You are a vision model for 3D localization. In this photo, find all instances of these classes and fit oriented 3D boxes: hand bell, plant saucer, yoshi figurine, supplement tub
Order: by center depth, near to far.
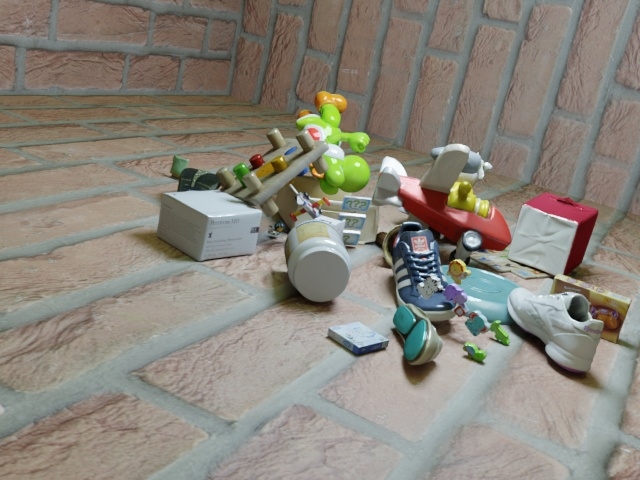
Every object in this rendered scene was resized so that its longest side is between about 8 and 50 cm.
[{"bbox_3d":[-0.007,0.046,1.699,0.144,0.144,0.200,10,18,-9],"label":"supplement tub"},{"bbox_3d":[0.408,0.129,1.903,0.317,0.044,0.317,11,17,-3],"label":"plant saucer"},{"bbox_3d":[0.202,0.005,2.099,0.126,0.126,0.242,8,5,-13],"label":"hand bell"},{"bbox_3d":[0.049,-0.266,2.216,0.203,0.204,0.362,-12,50,3],"label":"yoshi figurine"}]

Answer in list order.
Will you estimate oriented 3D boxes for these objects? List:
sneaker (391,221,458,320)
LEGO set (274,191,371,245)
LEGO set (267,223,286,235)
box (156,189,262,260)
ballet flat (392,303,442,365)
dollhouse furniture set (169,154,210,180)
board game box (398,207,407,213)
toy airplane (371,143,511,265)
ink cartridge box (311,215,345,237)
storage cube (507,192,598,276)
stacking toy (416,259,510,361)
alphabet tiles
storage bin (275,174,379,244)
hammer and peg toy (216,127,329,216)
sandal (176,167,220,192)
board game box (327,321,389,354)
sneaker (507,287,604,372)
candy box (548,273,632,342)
[{"bbox_3d":[0.237,0.062,1.762,0.131,0.148,0.350,-3,24,-9],"label":"sneaker"},{"bbox_3d":[0.003,-0.049,2.005,0.244,0.182,0.060,6,46,-10],"label":"LEGO set"},{"bbox_3d":[-0.119,-0.037,2.086,0.054,0.023,0.083,11,17,-5],"label":"LEGO set"},{"bbox_3d":[-0.275,-0.042,1.834,0.182,0.119,0.181,26,22,38],"label":"box"},{"bbox_3d":[0.208,0.196,1.503,0.086,0.086,0.248,11,16,-5],"label":"ballet flat"},{"bbox_3d":[-0.429,-0.216,2.351,0.151,0.076,0.058,21,18,24],"label":"dollhouse furniture set"},{"bbox_3d":[0.425,-0.067,2.413,0.305,0.053,0.193,19,2,27],"label":"board game box"},{"bbox_3d":[0.342,-0.135,2.137,0.386,0.384,0.272,8,53,49],"label":"toy airplane"},{"bbox_3d":[0.000,0.000,1.920,0.060,0.104,0.180,17,17,18],"label":"ink cartridge box"},{"bbox_3d":[0.711,-0.020,2.273,0.183,0.215,0.193,24,27,30],"label":"storage cube"},{"bbox_3d":[0.320,0.149,1.610,0.167,0.052,0.221,-16,66,-54],"label":"stacking toy"},{"bbox_3d":[0.601,0.056,2.320,0.342,0.011,0.285,-1,22,-38],"label":"alphabet tiles"},{"bbox_3d":[0.016,-0.097,2.207,0.260,0.123,0.262,6,18,-19],"label":"storage bin"},{"bbox_3d":[-0.150,-0.200,2.013,0.266,0.127,0.361,-40,25,-16],"label":"hammer and peg toy"},{"bbox_3d":[-0.359,-0.123,2.112,0.120,0.086,0.303,17,31,-5],"label":"sandal"},{"bbox_3d":[0.076,0.196,1.493,0.090,0.020,0.090,-5,25,-43],"label":"board game box"},{"bbox_3d":[0.534,0.167,1.668,0.114,0.152,0.305,12,19,-22],"label":"sneaker"},{"bbox_3d":[0.662,0.166,1.846,0.186,0.109,0.053,21,20,24],"label":"candy box"}]
